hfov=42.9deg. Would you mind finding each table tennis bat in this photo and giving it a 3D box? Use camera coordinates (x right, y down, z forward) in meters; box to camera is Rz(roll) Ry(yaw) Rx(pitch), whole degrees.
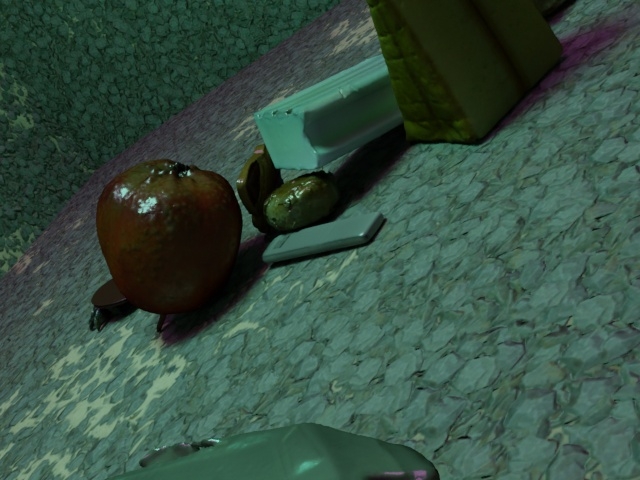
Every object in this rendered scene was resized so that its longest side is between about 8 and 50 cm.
[{"bbox_3d":[-0.407,0.100,1.777,0.220,0.019,0.130,-11,30,29],"label":"table tennis bat"}]

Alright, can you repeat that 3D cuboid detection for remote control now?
[{"bbox_3d":[0.000,0.000,1.359,0.261,0.029,0.067,-13,31,46],"label":"remote control"}]

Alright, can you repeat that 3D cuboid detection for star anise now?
[{"bbox_3d":[-0.473,0.143,1.836,0.141,0.042,0.141,-32,23,16],"label":"star anise"}]

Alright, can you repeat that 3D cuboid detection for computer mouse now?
[{"bbox_3d":[-0.083,0.296,0.736,0.428,0.146,0.228,-16,21,23],"label":"computer mouse"}]

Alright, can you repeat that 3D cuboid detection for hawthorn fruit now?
[{"bbox_3d":[-0.279,0.018,1.495,0.287,0.331,0.287,8,18,-3],"label":"hawthorn fruit"}]

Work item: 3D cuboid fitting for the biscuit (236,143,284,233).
[{"bbox_3d":[-0.107,-0.105,1.557,0.043,0.183,0.280,0,0,8],"label":"biscuit"}]

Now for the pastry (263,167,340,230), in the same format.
[{"bbox_3d":[-0.035,-0.070,1.465,0.153,0.081,0.153,-28,21,12],"label":"pastry"}]

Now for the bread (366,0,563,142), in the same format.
[{"bbox_3d":[0.183,-0.363,1.322,0.233,0.362,0.245,-45,24,-13],"label":"bread"}]

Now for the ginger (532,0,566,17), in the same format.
[{"bbox_3d":[0.556,-0.571,1.463,0.348,0.122,0.363,-59,17,-24],"label":"ginger"}]

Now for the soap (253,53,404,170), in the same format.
[{"bbox_3d":[0.065,-0.254,1.521,0.346,0.115,0.208,-31,21,-25],"label":"soap"}]
